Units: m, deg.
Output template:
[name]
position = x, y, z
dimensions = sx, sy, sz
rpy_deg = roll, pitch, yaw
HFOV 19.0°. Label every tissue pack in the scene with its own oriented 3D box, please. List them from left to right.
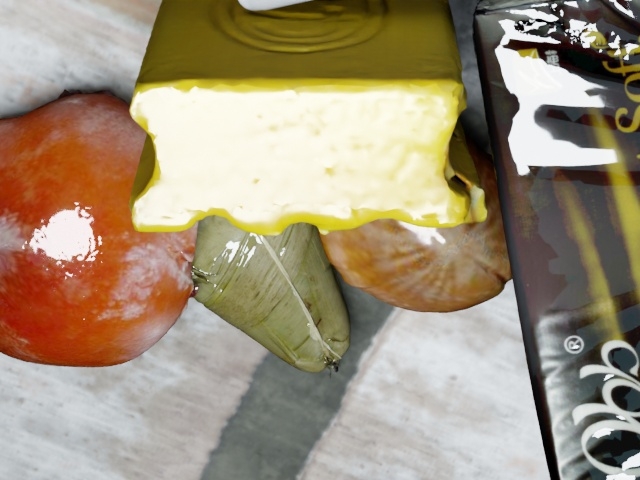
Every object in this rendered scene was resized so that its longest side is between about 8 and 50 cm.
[tissue pack]
position = 0.225, -0.022, 1.276
dimensions = 0.198, 0.210, 0.370
rpy_deg = -6, 107, 15

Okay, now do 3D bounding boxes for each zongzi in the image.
[zongzi]
position = 0.000, 0.000, 1.408
dimensions = 0.189, 0.081, 0.178
rpy_deg = 37, 95, -25

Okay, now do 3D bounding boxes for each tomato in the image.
[tomato]
position = -0.200, 0.006, 1.337
dimensions = 0.228, 0.112, 0.199
rpy_deg = -22, 92, 30

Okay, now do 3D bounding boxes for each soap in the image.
[soap]
position = -0.008, -0.103, 1.210
dimensions = 0.204, 0.324, 0.096
rpy_deg = 0, 112, -1

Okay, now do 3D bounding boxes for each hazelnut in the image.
[hazelnut]
position = 0.074, -0.020, 1.346
dimensions = 0.150, 0.150, 0.150
rpy_deg = 1, 117, 1

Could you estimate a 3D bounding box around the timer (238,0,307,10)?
[timer]
position = 0.026, -0.275, 1.190
dimensions = 0.195, 0.192, 0.194
rpy_deg = -12, 116, 7
